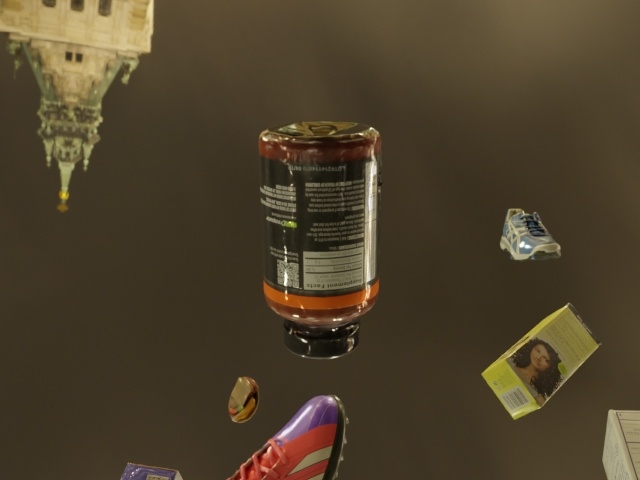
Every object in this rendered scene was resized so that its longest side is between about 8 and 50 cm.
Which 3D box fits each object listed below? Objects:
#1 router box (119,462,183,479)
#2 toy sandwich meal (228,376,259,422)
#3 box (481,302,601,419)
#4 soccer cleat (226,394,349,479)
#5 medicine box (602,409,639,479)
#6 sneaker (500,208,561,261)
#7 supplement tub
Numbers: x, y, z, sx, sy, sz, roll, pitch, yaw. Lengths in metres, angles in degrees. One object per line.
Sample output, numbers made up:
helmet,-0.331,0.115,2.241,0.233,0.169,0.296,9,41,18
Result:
router box,-0.260,0.541,0.952,0.082,0.301,0.335,5,-136,12
toy sandwich meal,-0.148,0.300,1.282,0.029,0.085,0.086,33,-125,-44
box,0.349,0.183,1.063,0.232,0.058,0.087,-25,-105,-45
soccer cleat,-0.080,0.308,0.774,0.116,0.108,0.318,33,-98,-16
medicine box,0.689,0.464,1.253,0.263,0.149,0.289,-1,-150,10
sneaker,0.389,-0.009,1.290,0.080,0.211,0.081,-3,-80,-6
supplement tub,0.000,0.000,0.595,0.106,0.106,0.198,-9,-69,-25
